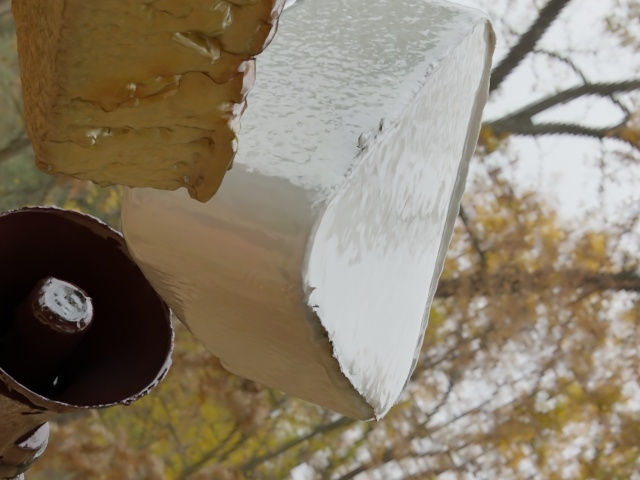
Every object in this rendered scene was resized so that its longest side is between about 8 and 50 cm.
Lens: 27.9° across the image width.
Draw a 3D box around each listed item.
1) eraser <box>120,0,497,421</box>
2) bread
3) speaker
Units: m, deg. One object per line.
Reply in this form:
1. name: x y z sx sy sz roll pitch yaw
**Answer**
1. eraser: 0.000 0.000 0.955 0.150 0.331 0.331 16 -36 20
2. bread: -0.074 -0.146 0.561 0.275 0.114 0.185 123 -40 -65
3. speaker: -0.325 0.113 1.132 0.259 0.329 0.198 28 43 -29
